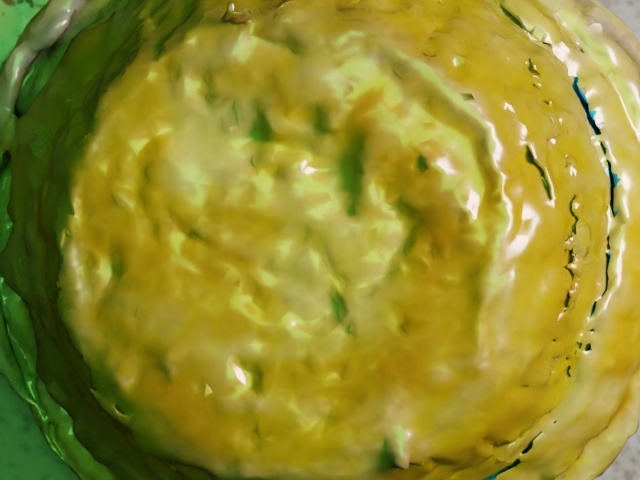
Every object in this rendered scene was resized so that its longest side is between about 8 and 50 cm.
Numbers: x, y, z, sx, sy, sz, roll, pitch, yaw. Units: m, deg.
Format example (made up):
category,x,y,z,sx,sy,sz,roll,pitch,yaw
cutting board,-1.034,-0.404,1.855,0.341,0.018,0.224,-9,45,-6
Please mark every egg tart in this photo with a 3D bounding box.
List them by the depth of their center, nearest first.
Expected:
category,x,y,z,sx,sy,sz,roll,pitch,yaw
egg tart,0.000,0.000,0.738,0.388,0.169,0.388,0,93,8

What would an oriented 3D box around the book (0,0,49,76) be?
category,x,y,z,sx,sy,sz,roll,pitch,yaw
book,-0.229,-0.243,0.820,0.322,0.018,0.228,32,77,-16
